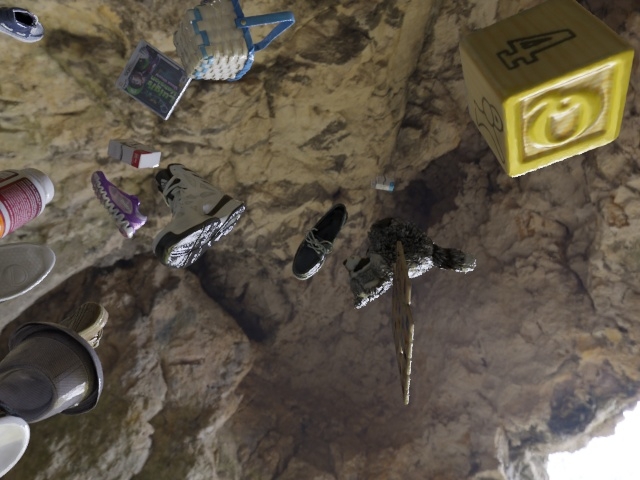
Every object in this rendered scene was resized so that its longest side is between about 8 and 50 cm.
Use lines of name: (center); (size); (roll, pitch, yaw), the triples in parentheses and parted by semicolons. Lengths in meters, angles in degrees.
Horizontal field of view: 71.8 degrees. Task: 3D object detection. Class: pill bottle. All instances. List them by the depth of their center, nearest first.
pill bottle: (-0.479, -0.057, 0.666); (0.086, 0.152, 0.085); (2, -64, 5)
pill bottle: (-0.656, 0.326, 0.797); (0.246, 0.130, 0.130); (17, -49, 27)

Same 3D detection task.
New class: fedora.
fedora: (-0.614, 0.304, 0.954); (0.276, 0.124, 0.243); (-13, -77, 20)

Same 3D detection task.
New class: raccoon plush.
raccoon plush: (0.301, 0.104, 1.474); (0.448, 0.298, 0.216); (9, -36, 10)

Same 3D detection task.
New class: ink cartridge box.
ink cartridge box: (-0.628, -0.295, 1.491); (0.136, 0.099, 0.056); (24, -69, 13)
ink cartridge box: (0.237, -0.222, 1.695); (0.084, 0.048, 0.028); (9, -39, -1)

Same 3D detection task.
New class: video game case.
video game case: (-0.531, -0.513, 1.414); (0.191, 0.022, 0.173); (34, -79, -6)

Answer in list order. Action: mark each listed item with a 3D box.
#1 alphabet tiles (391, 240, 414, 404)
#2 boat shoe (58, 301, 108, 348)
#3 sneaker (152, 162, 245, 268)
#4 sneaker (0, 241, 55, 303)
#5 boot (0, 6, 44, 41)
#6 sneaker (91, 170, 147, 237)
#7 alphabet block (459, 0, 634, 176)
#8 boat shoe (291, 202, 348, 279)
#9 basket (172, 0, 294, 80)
alphabet tiles: (0.141, 0.130, 0.774); (0.009, 0.198, 0.237); (-2, -55, 3)
boat shoe: (-0.683, 0.263, 1.285); (0.303, 0.109, 0.098); (-28, -50, 34)
sneaker: (-0.416, -0.084, 1.289); (0.258, 0.447, 0.169); (35, -69, -1)
sneaker: (-0.668, 0.100, 0.841); (0.147, 0.296, 0.104); (-18, -72, 46)
boot: (-0.735, -0.538, 1.105); (0.086, 0.190, 0.069); (2, -72, 5)
sneaker: (-0.661, -0.129, 1.463); (0.095, 0.105, 0.236); (-8, -66, 58)
alphabet block: (0.374, -0.263, 0.764); (0.194, 0.197, 0.192); (-22, -40, 13)
boat shoe: (0.000, 0.000, 1.295); (0.095, 0.254, 0.079); (37, -14, 9)
basket: (-0.242, -0.566, 1.236); (0.255, 0.289, 0.200); (-2, -75, 59)
